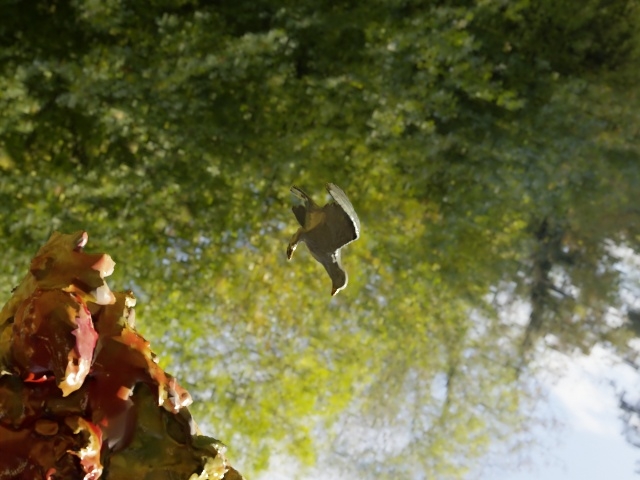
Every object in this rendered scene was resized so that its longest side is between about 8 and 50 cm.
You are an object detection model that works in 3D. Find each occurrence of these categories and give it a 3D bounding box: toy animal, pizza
[{"bbox_3d":[-0.001,0.000,0.449,0.028,0.050,0.084,3,176,-10],"label":"toy animal"},{"bbox_3d":[-0.146,0.090,0.548,0.201,0.193,0.053,-11,178,-20],"label":"pizza"}]
